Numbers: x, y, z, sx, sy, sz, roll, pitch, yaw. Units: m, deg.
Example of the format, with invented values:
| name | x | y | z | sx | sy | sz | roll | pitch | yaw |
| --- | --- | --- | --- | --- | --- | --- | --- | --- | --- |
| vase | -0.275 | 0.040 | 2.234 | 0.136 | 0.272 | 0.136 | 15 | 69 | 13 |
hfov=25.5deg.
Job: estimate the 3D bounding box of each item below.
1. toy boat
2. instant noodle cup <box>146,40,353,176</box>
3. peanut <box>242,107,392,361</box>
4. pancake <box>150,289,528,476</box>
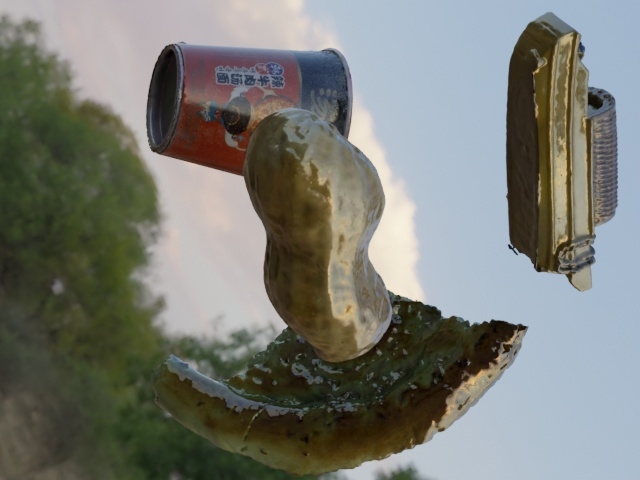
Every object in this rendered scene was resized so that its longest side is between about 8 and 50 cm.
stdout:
| name | x | y | z | sx | sy | sz | roll | pitch | yaw |
| --- | --- | --- | --- | --- | --- | --- | --- | --- | --- |
| toy boat | 0.258 | -0.089 | 1.484 | 0.089 | 0.115 | 0.310 | -130 | -150 | -57 |
| instant noodle cup | -0.060 | -0.102 | 1.108 | 0.127 | 0.135 | 0.127 | -172 | -90 | -67 |
| peanut | 0.002 | -0.001 | 0.919 | 0.089 | 0.089 | 0.193 | 48 | -27 | 50 |
| pancake | 0.013 | 0.117 | 1.348 | 0.054 | 0.376 | 0.197 | 55 | 23 | -64 |
